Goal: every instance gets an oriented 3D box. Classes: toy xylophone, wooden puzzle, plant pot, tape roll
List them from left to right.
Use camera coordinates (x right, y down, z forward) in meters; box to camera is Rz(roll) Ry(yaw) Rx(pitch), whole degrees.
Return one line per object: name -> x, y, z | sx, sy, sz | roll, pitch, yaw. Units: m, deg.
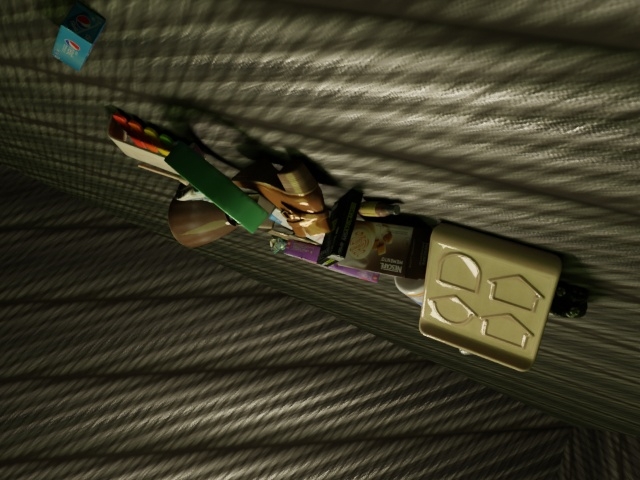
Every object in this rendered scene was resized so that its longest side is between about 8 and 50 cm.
toy xylophone -> -0.514, -0.280, 1.884 | 0.322, 0.081, 0.236 | 23, 165, 5
plant pot -> -0.390, -0.091, 2.175 | 0.230, 0.215, 0.215 | -7, 149, 37
tape roll -> -0.290, -0.149, 1.697 | 0.321, 0.077, 0.321 | 40, 179, 1
plant pot -> -0.208, -0.089, 2.042 | 0.096, 0.109, 0.109 | 20, 171, -36
wooden puzzle -> 0.432, 0.140, 1.574 | 0.322, 0.080, 0.348 | 18, 124, 24

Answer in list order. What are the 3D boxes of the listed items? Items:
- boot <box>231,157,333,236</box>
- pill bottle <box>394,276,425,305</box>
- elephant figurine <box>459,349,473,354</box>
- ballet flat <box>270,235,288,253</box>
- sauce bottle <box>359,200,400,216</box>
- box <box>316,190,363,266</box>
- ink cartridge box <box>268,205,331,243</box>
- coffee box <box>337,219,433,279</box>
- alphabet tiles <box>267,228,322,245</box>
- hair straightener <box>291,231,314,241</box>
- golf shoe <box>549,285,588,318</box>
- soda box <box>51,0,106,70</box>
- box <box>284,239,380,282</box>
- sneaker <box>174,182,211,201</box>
boot -> -0.102, -0.114, 1.662 | 0.283, 0.109, 0.220 | -1, 130, 37
pill bottle -> 0.362, 0.148, 1.854 | 0.152, 0.152, 0.272 | 7, 158, 49
elephant figurine -> 0.636, 0.365, 2.218 | 0.239, 0.169, 0.186 | 3, -171, 17
ballet flat -> -0.171, 0.009, 2.431 | 0.070, 0.070, 0.188 | 28, 163, -12
sauce bottle -> 0.156, -0.082, 1.590 | 0.128, 0.042, 0.042 | 8, 158, 49
box -> 0.050, -0.028, 1.665 | 0.045, 0.184, 0.190 | 17, 168, -10
ink cartridge box -> -0.053, -0.072, 1.879 | 0.190, 0.082, 0.139 | 25, 166, -8
coffee box -> 0.178, 0.023, 1.684 | 0.098, 0.141, 0.246 | 9, -179, -45
alphabet tiles -> -0.017, 0.017, 2.133 | 0.342, 0.011, 0.285 | 18, 176, -8
hair straightener -> 0.000, 0.000, 2.111 | 0.230, 0.047, 0.089 | 9, 160, 30
golf shoe -> 0.575, 0.152, 1.635 | 0.273, 0.105, 0.120 | 20, 172, 20
soda box -> -0.544, -0.452, 1.353 | 0.071, 0.067, 0.210 | 31, 165, -25
box -> 0.044, 0.074, 2.136 | 0.293, 0.057, 0.201 | 21, 175, -39
sneaker -> -0.399, -0.166, 2.062 | 0.122, 0.110, 0.283 | 30, 165, -34
